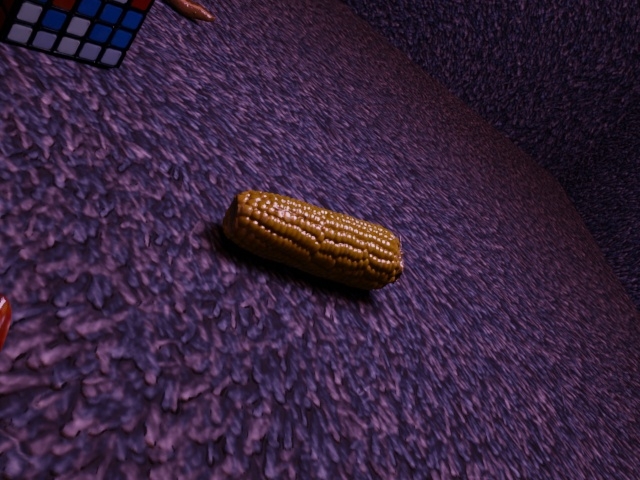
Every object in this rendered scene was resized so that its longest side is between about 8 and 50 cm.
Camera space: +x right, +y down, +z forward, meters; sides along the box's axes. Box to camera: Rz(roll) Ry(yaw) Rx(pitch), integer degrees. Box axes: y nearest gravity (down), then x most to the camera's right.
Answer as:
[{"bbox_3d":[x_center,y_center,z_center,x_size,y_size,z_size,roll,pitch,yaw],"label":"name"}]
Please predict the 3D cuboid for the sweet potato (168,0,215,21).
[{"bbox_3d":[-0.305,-0.513,1.294,0.179,0.044,0.044,29,29,-13],"label":"sweet potato"}]

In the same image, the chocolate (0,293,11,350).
[{"bbox_3d":[-0.326,0.078,0.334,0.237,0.108,0.235,34,29,-19],"label":"chocolate"}]

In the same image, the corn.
[{"bbox_3d":[0.000,0.000,0.885,0.305,0.106,0.106,19,35,-37],"label":"corn"}]

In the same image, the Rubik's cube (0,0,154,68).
[{"bbox_3d":[-0.366,-0.388,0.876,0.182,0.184,0.187,1,46,-52],"label":"Rubik's cube"}]
